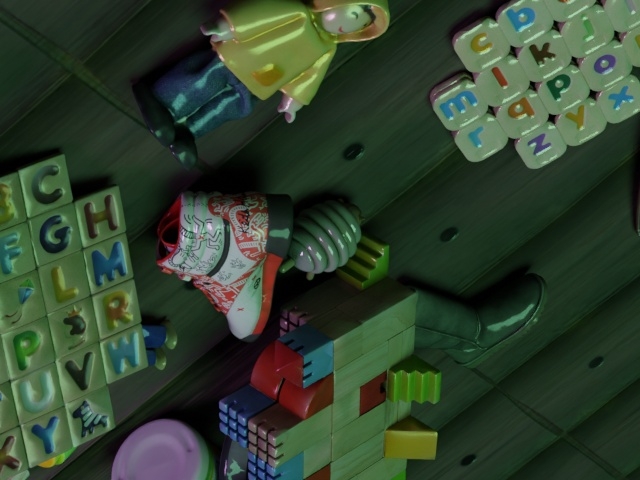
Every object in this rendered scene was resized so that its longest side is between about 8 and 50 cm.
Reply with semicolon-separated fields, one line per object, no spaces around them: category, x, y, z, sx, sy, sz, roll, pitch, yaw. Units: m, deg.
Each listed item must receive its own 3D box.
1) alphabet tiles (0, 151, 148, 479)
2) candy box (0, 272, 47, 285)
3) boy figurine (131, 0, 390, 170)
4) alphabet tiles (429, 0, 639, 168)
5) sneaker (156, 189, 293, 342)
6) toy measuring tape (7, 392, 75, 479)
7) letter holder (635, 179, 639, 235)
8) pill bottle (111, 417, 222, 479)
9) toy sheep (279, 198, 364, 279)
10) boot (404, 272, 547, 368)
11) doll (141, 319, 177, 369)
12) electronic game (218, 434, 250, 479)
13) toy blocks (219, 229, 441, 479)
alphabet tiles;-0.320;0.089;1.797;0.285;0.011;0.342;-23;120;-31
candy box;-0.422;0.066;1.803;0.196;0.070;0.165;12;126;-42
boy figurine;-0.049;-0.188;1.750;0.285;0.092;0.177;-31;140;5
alphabet tiles;0.273;-0.201;1.976;0.284;0.021;0.278;-30;140;10
sneaker;-0.123;0.027;1.954;0.145;0.090;0.270;4;148;-10
toy measuring tape;-0.333;0.238;1.976;0.121;0.121;0.330;-15;150;-19
letter holder;0.546;-0.067;2.201;0.214;0.152;0.302;-20;149;-10
pill bottle;-0.163;0.343;2.229;0.136;0.136;0.246;-34;142;4
toy sheep;0.000;0.000;1.995;0.132;0.091;0.091;-43;148;-25
boot;0.182;0.090;2.240;0.208;0.076;0.189;27;113;-40
doll;-0.269;0.131;1.996;0.189;0.046;0.129;3;131;-36
electronic game;-0.060;0.278;2.211;0.229;0.048;0.229;-25;120;-52
toy blocks;-0.009;0.212;2.084;0.261;0.191;0.381;-27;133;-36
